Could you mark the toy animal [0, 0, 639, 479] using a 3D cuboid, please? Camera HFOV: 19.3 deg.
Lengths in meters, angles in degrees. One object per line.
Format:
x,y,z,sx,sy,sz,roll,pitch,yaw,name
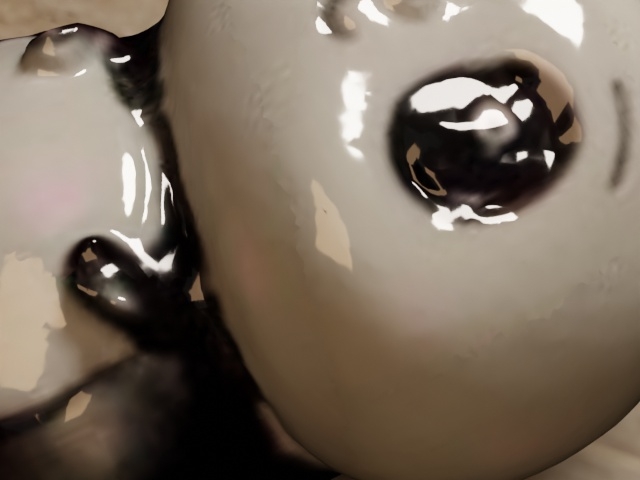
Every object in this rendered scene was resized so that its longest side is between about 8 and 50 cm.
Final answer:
-0.006,-0.003,0.533,0.235,0.165,0.187,-24,52,13,toy animal
